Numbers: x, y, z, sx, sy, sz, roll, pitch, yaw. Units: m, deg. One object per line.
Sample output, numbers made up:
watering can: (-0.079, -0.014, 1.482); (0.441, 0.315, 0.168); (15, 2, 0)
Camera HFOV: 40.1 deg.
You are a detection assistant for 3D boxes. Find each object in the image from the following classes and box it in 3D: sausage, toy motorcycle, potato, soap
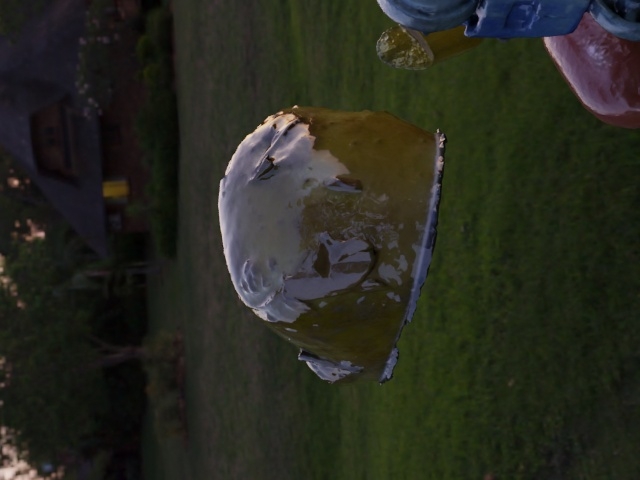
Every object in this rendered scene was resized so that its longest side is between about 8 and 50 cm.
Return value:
sausage: (0.411, -0.269, 1.262); (0.148, 0.148, 0.254); (112, 142, -61)
toy motorcycle: (0.205, -0.318, 0.880); (0.182, 0.319, 0.241); (-116, 28, -85)
potato: (0.000, 0.000, 0.846); (0.300, 0.196, 0.247); (98, -175, -55)
soap: (0.157, -0.281, 1.214); (0.089, 0.168, 0.033); (47, 150, 16)
